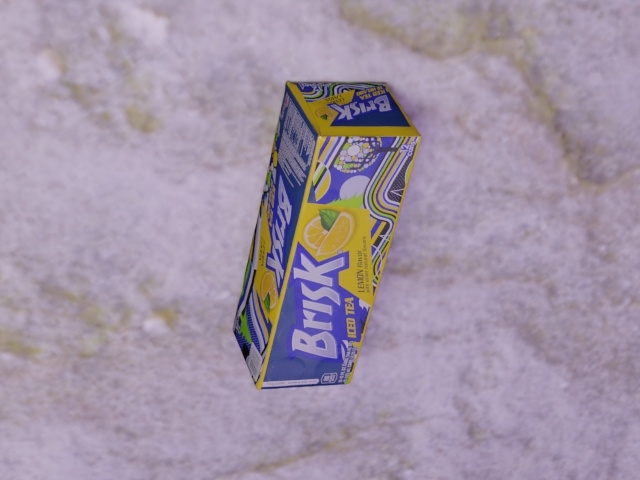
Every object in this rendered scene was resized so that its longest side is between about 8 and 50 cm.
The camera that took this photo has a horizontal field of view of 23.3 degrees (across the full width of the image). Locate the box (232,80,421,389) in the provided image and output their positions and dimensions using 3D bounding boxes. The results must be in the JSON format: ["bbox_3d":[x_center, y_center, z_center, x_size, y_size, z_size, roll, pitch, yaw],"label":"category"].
[{"bbox_3d":[0.000,0.000,0.828,0.059,0.054,0.169,-2,128,-22],"label":"box"}]
